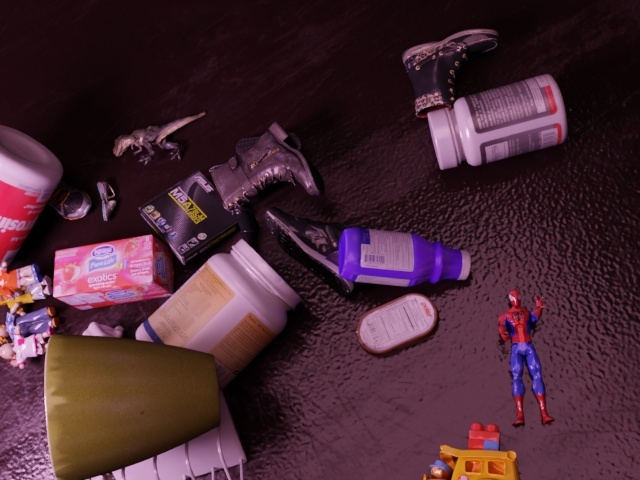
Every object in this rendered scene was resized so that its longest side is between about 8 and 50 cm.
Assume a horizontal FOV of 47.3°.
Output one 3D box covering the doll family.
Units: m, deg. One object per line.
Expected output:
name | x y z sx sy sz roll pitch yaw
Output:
doll family | -0.738 0.182 1.800 0.163 0.118 0.262 -15 86 1

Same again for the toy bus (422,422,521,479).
toy bus | 0.288 0.466 1.435 0.220 0.149 0.211 -2 57 15

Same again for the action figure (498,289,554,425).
action figure | 0.418 0.224 1.490 0.092 0.139 0.280 -8 67 9

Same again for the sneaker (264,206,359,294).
sneaker | 0.000 0.000 1.699 0.283 0.107 0.124 39 68 19

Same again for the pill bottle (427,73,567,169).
pill bottle | 0.395 -0.262 1.652 0.283 0.161 0.161 -14 68 8

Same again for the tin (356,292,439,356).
tin | 0.170 0.186 1.612 0.190 0.040 0.106 -25 71 3

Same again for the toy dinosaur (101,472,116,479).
toy dinosaur | -0.466 0.406 1.637 0.160 0.121 0.313 -17 70 0

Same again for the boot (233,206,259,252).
boot | -0.176 -0.012 1.721 0.045 0.121 0.099 -3 64 15

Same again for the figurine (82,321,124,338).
figurine | -0.511 0.296 1.641 0.215 0.092 0.209 -54 27 -7

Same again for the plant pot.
plant pot | -0.342 0.297 1.376 0.294 0.275 0.274 -5 68 -12

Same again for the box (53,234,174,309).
box | -0.493 0.079 1.755 0.257 0.128 0.122 -9 69 10

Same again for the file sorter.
file sorter | -0.304 0.467 1.485 0.278 0.192 0.173 -16 29 -1

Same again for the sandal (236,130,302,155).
sandal | -0.125 -0.235 1.834 0.179 0.040 0.067 -1 66 23

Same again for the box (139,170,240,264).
box | -0.313 -0.058 1.780 0.184 0.045 0.190 -36 65 -20

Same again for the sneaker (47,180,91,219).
sneaker | -0.691 -0.123 1.899 0.215 0.083 0.084 25 76 19

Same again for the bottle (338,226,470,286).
bottle | 0.182 0.041 1.590 0.283 0.092 0.118 5 58 -9

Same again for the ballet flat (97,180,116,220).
ballet flat | -0.548 -0.105 1.884 0.041 0.041 0.114 -19 68 6

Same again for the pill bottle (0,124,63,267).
pill bottle | -0.826 -0.063 1.787 0.229 0.229 0.407 42 105 22

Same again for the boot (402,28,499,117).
boot | 0.324 -0.401 1.762 0.236 0.085 0.178 -11 70 16

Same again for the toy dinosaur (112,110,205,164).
toy dinosaur | -0.421 -0.258 1.899 0.268 0.064 0.118 -18 61 3

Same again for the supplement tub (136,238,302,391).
supplement tub | -0.218 0.172 1.603 0.316 0.228 0.228 -44 67 -5

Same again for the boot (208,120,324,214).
boot | -0.132 -0.139 1.739 0.229 0.091 0.263 -39 56 5
